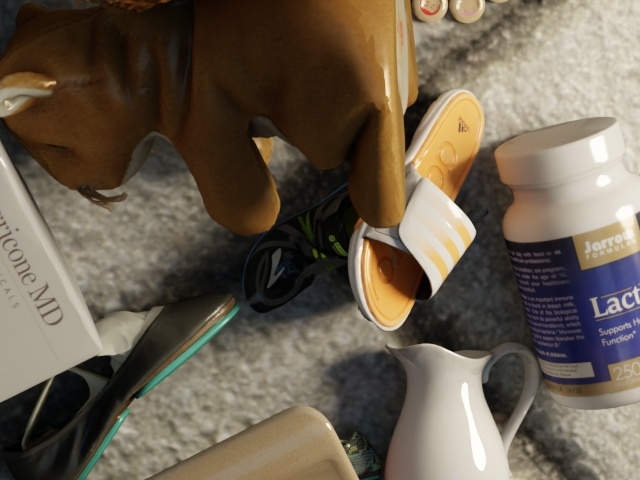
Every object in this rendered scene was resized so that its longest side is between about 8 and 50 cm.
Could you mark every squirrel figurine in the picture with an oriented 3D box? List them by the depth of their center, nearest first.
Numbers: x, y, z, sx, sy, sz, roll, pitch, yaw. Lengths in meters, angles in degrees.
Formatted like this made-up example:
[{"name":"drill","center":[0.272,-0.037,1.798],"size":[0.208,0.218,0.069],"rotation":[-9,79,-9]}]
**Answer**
[{"name":"squirrel figurine","center":[-0.116,-0.199,1.401],"size":[0.370,0.281,0.397],"rotation":[-2,127,8]}]

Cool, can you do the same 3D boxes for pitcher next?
[{"name":"pitcher","center":[0.148,0.204,1.609],"size":[0.178,0.125,0.207],"rotation":[0,88,-27]}]

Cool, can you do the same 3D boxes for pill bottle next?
[{"name":"pill bottle","center":[0.266,0.020,1.577],"size":[0.153,0.153,0.264],"rotation":[-19,102,-8]}]

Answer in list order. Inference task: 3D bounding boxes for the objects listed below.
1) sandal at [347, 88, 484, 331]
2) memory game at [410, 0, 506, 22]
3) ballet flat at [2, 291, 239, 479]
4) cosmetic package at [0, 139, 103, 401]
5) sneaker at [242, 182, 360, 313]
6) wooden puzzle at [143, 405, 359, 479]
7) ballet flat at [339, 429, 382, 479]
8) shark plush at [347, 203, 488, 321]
[{"name":"sandal","center":[0.111,-0.038,1.521],"size":[0.102,0.076,0.265],"rotation":[44,62,-37]},{"name":"memory game","center":[0.125,-0.303,1.568],"size":[0.186,0.012,0.186],"rotation":[-2,100,-11]},{"name":"ballet flat","center":[-0.201,0.135,1.536],"size":[0.096,0.095,0.280],"rotation":[42,89,-2]},{"name":"cosmetic package","center":[-0.452,0.080,1.410],"size":[0.453,0.161,0.230],"rotation":[-27,123,-6]},{"name":"sneaker","center":[0.000,0.000,1.558],"size":[0.188,0.078,0.067],"rotation":[-37,104,-3]},{"name":"wooden puzzle","center":[-0.091,0.335,1.558],"size":[0.322,0.080,0.348],"rotation":[-27,126,-3]},{"name":"ballet flat","center":[-0.033,0.241,1.607],"size":[0.188,0.070,0.070],"rotation":[-19,102,-10]},{"name":"shark plush","center":[0.105,0.026,1.589],"size":[0.161,0.067,0.073],"rotation":[-27,103,-6]}]
